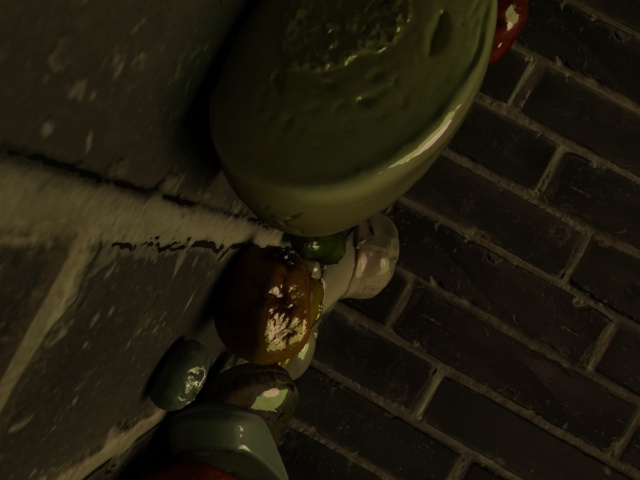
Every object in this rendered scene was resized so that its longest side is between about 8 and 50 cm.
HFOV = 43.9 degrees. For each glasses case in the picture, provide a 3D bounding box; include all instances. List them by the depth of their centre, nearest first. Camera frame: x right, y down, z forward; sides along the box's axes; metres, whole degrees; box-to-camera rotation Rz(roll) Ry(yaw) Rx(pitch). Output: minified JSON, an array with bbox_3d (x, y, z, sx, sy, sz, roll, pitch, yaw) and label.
[{"bbox_3d":[-0.166,0.360,1.214,0.156,0.098,0.425,5,122,-39],"label":"glasses case"}]

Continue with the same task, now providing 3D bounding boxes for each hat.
[{"bbox_3d":[0.051,0.049,1.499,0.275,0.161,0.232,-49,163,-48],"label":"hat"}]

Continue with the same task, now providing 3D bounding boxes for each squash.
[{"bbox_3d":[0.000,0.000,1.219,0.069,0.069,0.258,-61,170,1],"label":"squash"}]

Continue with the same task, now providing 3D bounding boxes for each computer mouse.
[{"bbox_3d":[-0.124,0.279,1.062,0.231,0.128,0.079,72,15,-51],"label":"computer mouse"}]

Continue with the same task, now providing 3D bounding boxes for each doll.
[{"bbox_3d":[-0.059,0.158,1.312,0.237,0.111,0.252,-77,-174,-49],"label":"doll"}]

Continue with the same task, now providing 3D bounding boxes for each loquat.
[{"bbox_3d":[-0.060,0.072,0.905,0.137,0.113,0.137,13,90,-68],"label":"loquat"}]

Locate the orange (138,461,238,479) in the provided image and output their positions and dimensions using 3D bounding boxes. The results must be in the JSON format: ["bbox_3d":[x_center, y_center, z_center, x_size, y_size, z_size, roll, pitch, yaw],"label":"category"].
[{"bbox_3d":[-0.170,0.379,0.954,0.224,0.170,0.224,-27,136,-29],"label":"orange"}]

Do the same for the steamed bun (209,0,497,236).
[{"bbox_3d":[0.034,-0.116,0.587,0.250,0.155,0.200,-57,173,-9],"label":"steamed bun"}]

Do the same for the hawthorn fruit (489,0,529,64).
[{"bbox_3d":[0.186,-0.314,1.003,0.173,0.173,0.179,-2,95,-83],"label":"hawthorn fruit"}]

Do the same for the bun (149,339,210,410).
[{"bbox_3d":[-0.143,0.143,0.832,0.083,0.045,0.083,-57,177,-4],"label":"bun"}]
